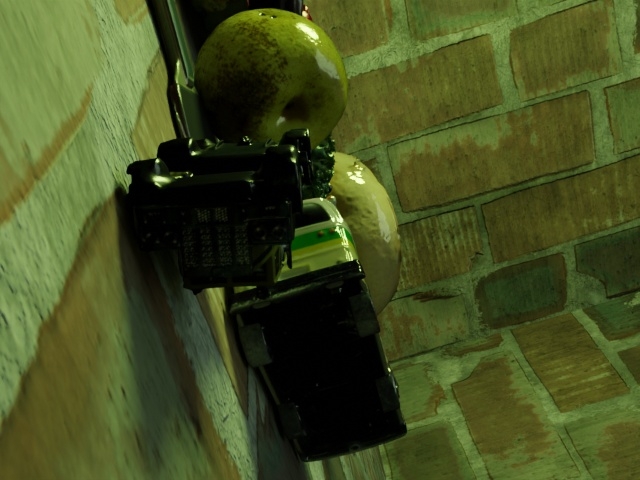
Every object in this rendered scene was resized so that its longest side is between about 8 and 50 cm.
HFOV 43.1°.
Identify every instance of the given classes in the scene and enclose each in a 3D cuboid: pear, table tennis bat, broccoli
[{"bbox_3d":[-0.068,-0.203,1.042,0.197,0.197,0.197,-17,90,-88],"label":"pear"},{"bbox_3d":[-0.141,-0.144,0.901,0.173,0.022,0.301,-63,138,-86],"label":"table tennis bat"},{"bbox_3d":[-0.061,-0.131,1.209,0.156,0.195,0.195,-56,142,-37],"label":"broccoli"}]

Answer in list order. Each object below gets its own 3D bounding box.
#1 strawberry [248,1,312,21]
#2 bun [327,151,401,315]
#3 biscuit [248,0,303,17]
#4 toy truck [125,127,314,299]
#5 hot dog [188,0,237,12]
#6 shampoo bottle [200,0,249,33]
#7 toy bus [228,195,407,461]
[{"bbox_3d":[-0.114,-0.395,1.625,0.201,0.186,0.184,-45,144,-56],"label":"strawberry"},{"bbox_3d":[0.000,0.000,1.340,0.299,0.164,0.299,36,-48,53],"label":"bun"},{"bbox_3d":[-0.070,-0.398,1.327,0.407,0.091,0.408,179,-90,-87],"label":"biscuit"},{"bbox_3d":[-0.069,-0.023,0.651,0.257,0.127,0.127,-86,174,-81],"label":"toy truck"},{"bbox_3d":[-0.177,-0.467,1.183,0.072,0.115,0.269,-119,-169,-88],"label":"hot dog"},{"bbox_3d":[-0.176,-0.437,1.358,0.085,0.085,0.263,-41,115,-87],"label":"shampoo bottle"},{"bbox_3d":[-0.003,0.106,0.937,0.179,0.143,0.305,-105,177,-47],"label":"toy bus"}]
